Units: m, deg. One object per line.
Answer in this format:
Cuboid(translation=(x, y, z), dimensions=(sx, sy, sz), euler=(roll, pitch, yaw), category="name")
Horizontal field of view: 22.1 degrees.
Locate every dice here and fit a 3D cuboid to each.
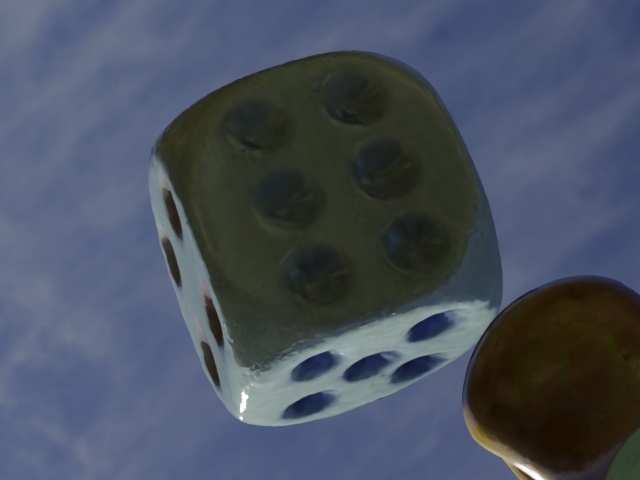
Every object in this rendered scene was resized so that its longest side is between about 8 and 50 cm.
Cuboid(translation=(0.000, 0.000, 1.524), dimensions=(0.265, 0.262, 0.268), euler=(-17, -112, -12), category="dice")

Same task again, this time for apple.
Cuboid(translation=(0.121, 0.073, 0.763), dimensions=(0.102, 0.114, 0.099), euler=(-41, -127, -8), category="apple")
